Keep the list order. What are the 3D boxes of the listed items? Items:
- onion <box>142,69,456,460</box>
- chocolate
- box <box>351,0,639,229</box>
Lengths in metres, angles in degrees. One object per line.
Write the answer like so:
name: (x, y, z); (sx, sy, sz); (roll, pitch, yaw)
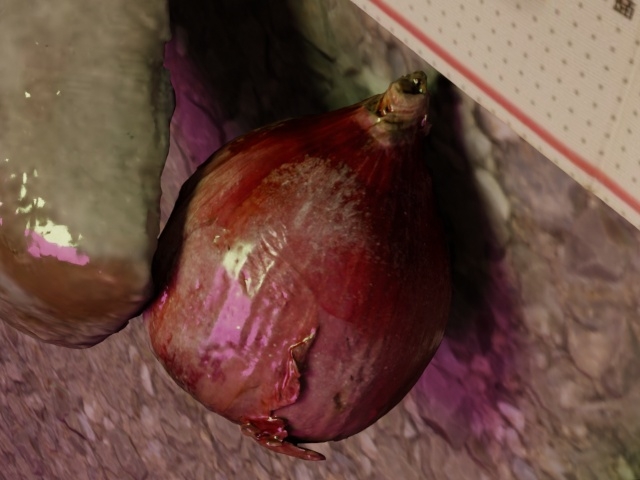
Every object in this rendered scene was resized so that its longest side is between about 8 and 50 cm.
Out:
onion: (0.000, 0.000, 0.774); (0.159, 0.159, 0.195); (41, 119, 31)
chocolate: (-0.139, -0.099, 0.817); (0.185, 0.100, 0.303); (141, 134, -67)
box: (0.065, -0.172, 0.576); (0.330, 0.095, 0.210); (44, 145, 30)
